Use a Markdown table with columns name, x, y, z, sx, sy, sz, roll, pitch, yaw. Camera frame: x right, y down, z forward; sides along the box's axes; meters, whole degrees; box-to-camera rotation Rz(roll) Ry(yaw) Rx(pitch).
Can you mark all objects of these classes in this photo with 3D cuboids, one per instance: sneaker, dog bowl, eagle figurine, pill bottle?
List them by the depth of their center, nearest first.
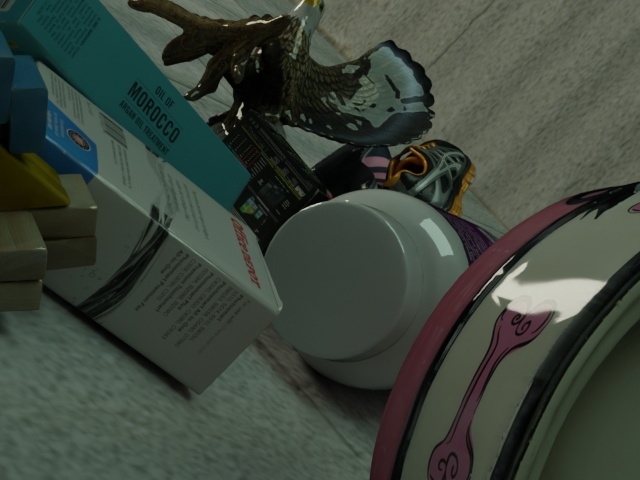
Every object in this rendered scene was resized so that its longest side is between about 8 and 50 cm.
| name | x | y | z | sx | sy | sz | roll | pitch | yaw |
| --- | --- | --- | --- | --- | --- | --- | --- | --- | --- |
| dog bowl | 0.206 | 0.146 | 1.001 | 0.408 | 0.408 | 0.150 | 36 | -7 | -39 |
| pill bottle | 0.063 | 0.045 | 1.382 | 0.169 | 0.169 | 0.301 | 48 | 11 | 19 |
| eagle figurine | -0.030 | -0.171 | 1.723 | 0.226 | 0.225 | 0.298 | 57 | 11 | 27 |
| sneaker | 0.112 | -0.071 | 1.745 | 0.083 | 0.084 | 0.215 | 51 | 18 | -15 |
| sneaker | 0.051 | -0.031 | 1.859 | 0.131 | 0.112 | 0.319 | 57 | 13 | -14 |

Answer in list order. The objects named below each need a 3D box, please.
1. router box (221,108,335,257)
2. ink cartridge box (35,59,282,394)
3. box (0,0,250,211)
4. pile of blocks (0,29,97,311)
| name | x | y | z | sx | sy | sz | roll | pitch | yaw |
| --- | --- | --- | --- | --- | --- | --- | --- | --- | --- |
| router box | -0.055 | -0.048 | 1.505 | 0.122 | 0.092 | 0.038 | 51 | 12 | 30 |
| ink cartridge box | -0.135 | -0.009 | 1.073 | 0.203 | 0.086 | 0.148 | 40 | 11 | -23 |
| box | -0.161 | -0.103 | 1.183 | 0.100 | 0.060 | 0.244 | 10 | -29 | 43 |
| pile of blocks | -0.227 | -0.078 | 0.827 | 0.362 | 0.149 | 0.113 | 36 | 13 | -39 |
